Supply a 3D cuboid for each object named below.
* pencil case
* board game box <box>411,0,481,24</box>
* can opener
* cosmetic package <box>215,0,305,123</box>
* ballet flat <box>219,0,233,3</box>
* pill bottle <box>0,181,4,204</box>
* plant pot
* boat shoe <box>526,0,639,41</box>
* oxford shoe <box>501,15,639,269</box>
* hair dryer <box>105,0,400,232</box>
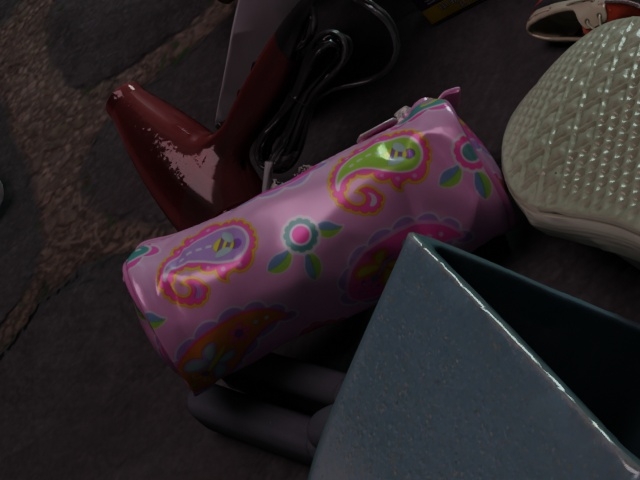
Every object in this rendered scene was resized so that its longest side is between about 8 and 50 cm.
[{"bbox_3d":[0.000,0.000,1.339,0.284,0.124,0.124,-28,39,-1],"label":"pencil case"},{"bbox_3d":[0.122,-0.265,1.492,0.170,0.141,0.048,-25,44,27],"label":"board game box"},{"bbox_3d":[-0.005,0.116,1.312,0.283,0.095,0.076,12,65,48],"label":"can opener"},{"bbox_3d":[-0.036,-0.194,1.532,0.239,0.060,0.099,107,178,-57],"label":"cosmetic package"},{"bbox_3d":[0.010,-0.289,1.635,0.342,0.124,0.116,-21,50,30],"label":"ballet flat"},{"bbox_3d":[-0.358,-0.059,1.835,0.065,0.065,0.116,-54,38,-8],"label":"pill bottle"},{"bbox_3d":[0.128,0.188,1.014,0.252,0.248,0.247,-60,35,13],"label":"plant pot"},{"bbox_3d":[0.209,-0.168,1.395,0.043,0.049,0.137,-45,29,-19],"label":"boat shoe"},{"bbox_3d":[0.241,-0.037,1.200,0.169,0.130,0.449,-52,22,3],"label":"oxford shoe"},{"bbox_3d":[-0.055,-0.089,1.499,0.293,0.080,0.223,4,92,34],"label":"hair dryer"}]
